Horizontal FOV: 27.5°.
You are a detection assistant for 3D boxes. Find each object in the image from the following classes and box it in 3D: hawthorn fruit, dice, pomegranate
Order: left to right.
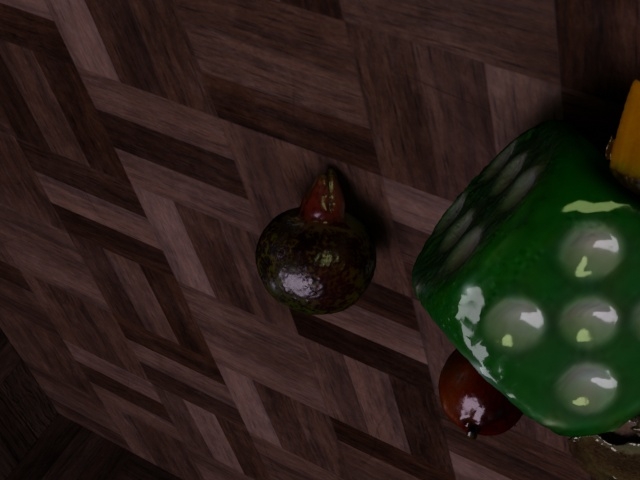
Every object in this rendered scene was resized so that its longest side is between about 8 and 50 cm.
[{"bbox_3d":[0.000,0.000,2.179,0.214,0.214,0.248,23,117,26],"label":"pomegranate"},{"bbox_3d":[0.277,0.255,2.234,0.169,0.188,0.169,21,140,19],"label":"hawthorn fruit"},{"bbox_3d":[0.306,0.045,1.636,0.300,0.287,0.297,42,-167,-13],"label":"dice"}]

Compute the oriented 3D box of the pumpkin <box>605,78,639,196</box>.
[{"bbox_3d":[0.396,-0.162,1.405,0.139,0.190,0.280,15,146,39],"label":"pumpkin"}]

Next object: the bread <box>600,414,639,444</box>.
[{"bbox_3d":[0.514,0.291,2.108,0.337,0.102,0.183,21,154,23],"label":"bread"}]

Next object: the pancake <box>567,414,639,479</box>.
[{"bbox_3d":[0.522,0.354,2.057,0.288,0.033,0.286,13,150,31],"label":"pancake"}]
